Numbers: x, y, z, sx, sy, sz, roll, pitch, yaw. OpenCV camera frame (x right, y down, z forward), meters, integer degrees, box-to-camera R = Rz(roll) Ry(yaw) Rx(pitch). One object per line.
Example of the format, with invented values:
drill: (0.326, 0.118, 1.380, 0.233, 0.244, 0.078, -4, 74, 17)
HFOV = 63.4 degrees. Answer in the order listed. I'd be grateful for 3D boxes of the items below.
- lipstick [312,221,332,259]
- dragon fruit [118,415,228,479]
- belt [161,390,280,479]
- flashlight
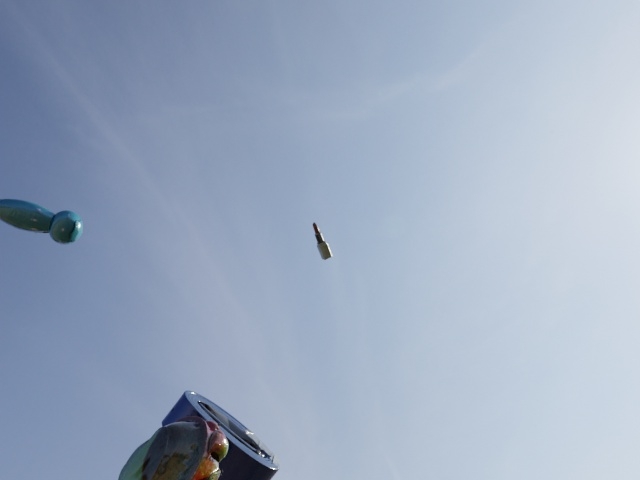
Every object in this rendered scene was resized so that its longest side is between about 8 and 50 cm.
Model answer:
lipstick: (0.000, 0.000, 1.393, 0.025, 0.025, 0.107, -27, -71, -17)
dragon fruit: (-0.324, 0.499, 1.096, 0.295, 0.268, 0.130, -48, -59, -3)
belt: (-0.282, 0.577, 1.470, 0.117, 0.347, 0.212, -53, -8, -7)
flashlight: (-0.404, -0.032, 0.735, 0.129, 0.051, 0.051, 19, -56, -11)
